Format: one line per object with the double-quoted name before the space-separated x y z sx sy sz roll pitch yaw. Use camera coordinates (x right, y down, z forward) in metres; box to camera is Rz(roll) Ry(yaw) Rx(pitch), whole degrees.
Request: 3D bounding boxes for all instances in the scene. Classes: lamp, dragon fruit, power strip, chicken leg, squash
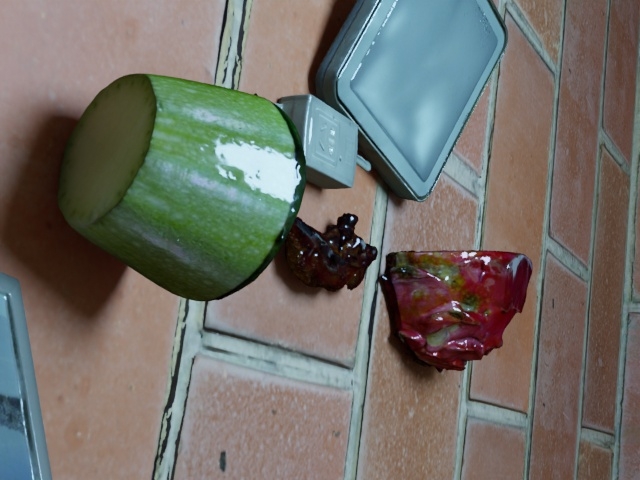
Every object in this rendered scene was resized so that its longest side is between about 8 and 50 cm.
"lamp" 0.118 -0.216 1.089 0.269 0.047 0.266 -62 143 -13
"dragon fruit" 0.187 0.076 1.197 0.261 0.189 0.163 9 52 -55
"power strip" 0.008 -0.097 0.974 0.175 0.042 0.075 19 73 -58
"chicken leg" 0.000 0.007 0.956 0.219 0.048 0.090 15 74 -58
"squash" -0.110 -0.048 0.676 0.122 0.170 0.170 24 69 -41

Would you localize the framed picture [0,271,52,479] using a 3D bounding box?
"framed picture" -0.233 0.070 0.460 0.289 0.016 0.213 44 24 -61
